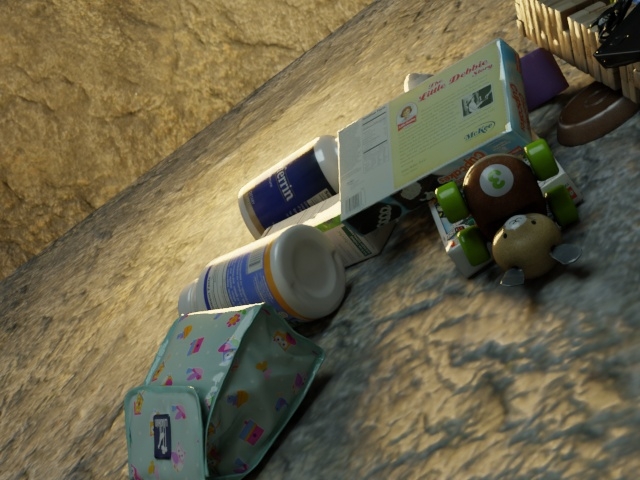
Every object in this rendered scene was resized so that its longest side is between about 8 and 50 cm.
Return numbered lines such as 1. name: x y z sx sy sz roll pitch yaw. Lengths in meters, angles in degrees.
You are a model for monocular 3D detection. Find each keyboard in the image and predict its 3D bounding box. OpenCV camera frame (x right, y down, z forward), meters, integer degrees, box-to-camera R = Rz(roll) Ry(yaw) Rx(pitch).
1. keyboard: 0.456 -0.328 1.538 0.317 0.033 0.201 -46 21 -15

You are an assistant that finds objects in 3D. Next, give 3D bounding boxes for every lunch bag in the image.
1. lunch bag: -0.153 0.229 1.682 0.223 0.160 0.262 -10 45 52

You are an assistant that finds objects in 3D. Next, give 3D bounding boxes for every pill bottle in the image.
1. pill bottle: -0.102 0.082 1.946 0.272 0.152 0.152 -24 23 42
2. pill bottle: -0.005 -0.095 2.186 0.264 0.153 0.153 -32 19 20

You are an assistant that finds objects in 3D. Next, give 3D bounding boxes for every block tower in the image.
1. block tower: 0.407 -0.311 1.802 0.097 0.091 0.335 -25 35 -11

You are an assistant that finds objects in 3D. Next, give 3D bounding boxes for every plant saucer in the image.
1. plant saucer: 0.418 -0.204 1.814 0.168 0.029 0.168 -35 17 12

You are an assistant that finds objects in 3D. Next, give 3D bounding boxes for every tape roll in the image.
1. tape roll: 0.299 -0.236 1.959 0.189 0.080 0.189 -29 3 2

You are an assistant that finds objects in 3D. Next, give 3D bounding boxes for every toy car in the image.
1. toy car: 0.249 -0.012 1.517 0.155 0.149 0.188 -26 31 8

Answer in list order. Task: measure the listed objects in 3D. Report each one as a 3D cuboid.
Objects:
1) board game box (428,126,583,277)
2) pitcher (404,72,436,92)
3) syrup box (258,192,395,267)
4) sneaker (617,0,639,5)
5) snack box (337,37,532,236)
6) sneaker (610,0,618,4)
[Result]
1. board game box: 0.255 -0.070 1.766 0.193 0.053 0.305 -35 18 10
2. pitcher: 0.165 -0.149 2.043 0.125 0.178 0.207 6 61 28
3. syrup box: 0.000 0.000 2.038 0.237 0.093 0.096 -25 23 38
4. sneaker: 0.483 -0.328 1.818 0.084 0.152 0.058 0 -7 33
5. snack box: 0.165 -0.154 1.848 0.322 0.060 0.187 -28 47 32
6. sneaker: 0.521 -0.445 2.014 0.147 0.145 0.385 -31 18 22
